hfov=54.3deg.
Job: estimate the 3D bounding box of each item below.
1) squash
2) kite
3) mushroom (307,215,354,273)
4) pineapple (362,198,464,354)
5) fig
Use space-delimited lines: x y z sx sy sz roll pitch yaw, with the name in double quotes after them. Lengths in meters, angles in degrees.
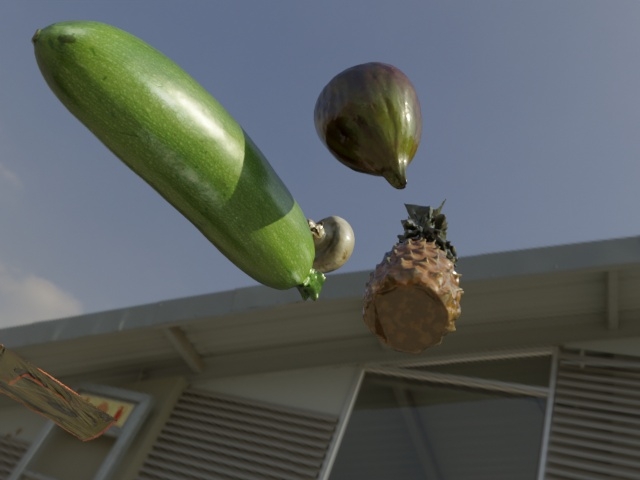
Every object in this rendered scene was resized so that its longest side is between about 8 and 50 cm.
-0.108 -0.064 0.622 0.107 0.107 0.395 -8 -42 36 "squash"
-0.451 0.247 1.007 0.328 0.013 0.377 8 -42 25 "kite"
0.000 0.000 0.843 0.085 0.085 0.079 -9 -31 36 "mushroom"
0.173 0.041 1.082 0.169 0.340 0.169 7 -61 13 "pineapple"
0.054 -0.106 0.621 0.103 0.154 0.109 2 -34 -24 "fig"
